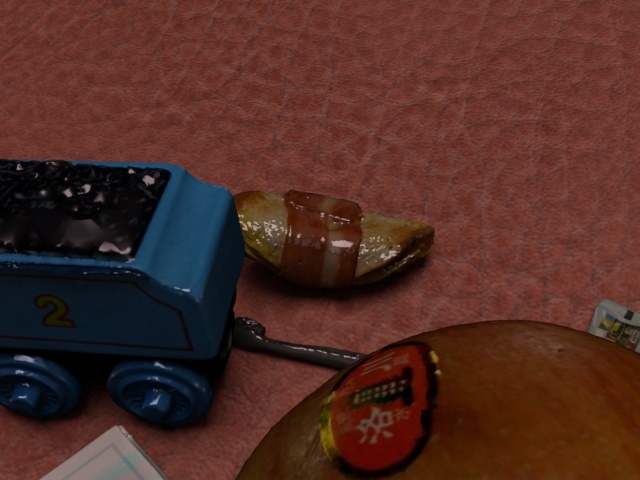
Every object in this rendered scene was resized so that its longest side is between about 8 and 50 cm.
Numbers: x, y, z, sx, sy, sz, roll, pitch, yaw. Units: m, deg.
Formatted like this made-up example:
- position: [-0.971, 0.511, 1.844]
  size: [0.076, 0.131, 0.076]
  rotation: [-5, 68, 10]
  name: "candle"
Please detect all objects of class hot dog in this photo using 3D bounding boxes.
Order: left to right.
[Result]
- position: [-0.002, 0.005, 1.030]
  size: [0.261, 0.093, 0.123]
  rotation: [13, 38, -3]
  name: "hot dog"

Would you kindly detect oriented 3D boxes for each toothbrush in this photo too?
- position: [0.036, 0.128, 0.950]
  size: [0.297, 0.030, 0.030]
  rotation: [12, 39, 17]
  name: "toothbrush"

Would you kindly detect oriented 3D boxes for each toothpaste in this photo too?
- position: [0.275, 0.150, 0.903]
  size: [0.067, 0.037, 0.255]
  rotation: [21, 48, 24]
  name: "toothpaste"

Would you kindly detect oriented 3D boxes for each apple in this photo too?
- position: [0.120, 0.253, 0.570]
  size: [0.400, 0.400, 0.334]
  rotation: [-12, 33, -6]
  name: "apple"

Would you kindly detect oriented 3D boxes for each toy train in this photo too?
- position: [-0.233, 0.049, 0.890]
  size: [0.300, 0.265, 0.188]
  rotation: [2, 47, 10]
  name: "toy train"

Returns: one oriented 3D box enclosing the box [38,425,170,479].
- position: [-0.239, 0.295, 0.781]
  size: [0.269, 0.079, 0.135]
  rotation: [-35, 54, -26]
  name: "box"
